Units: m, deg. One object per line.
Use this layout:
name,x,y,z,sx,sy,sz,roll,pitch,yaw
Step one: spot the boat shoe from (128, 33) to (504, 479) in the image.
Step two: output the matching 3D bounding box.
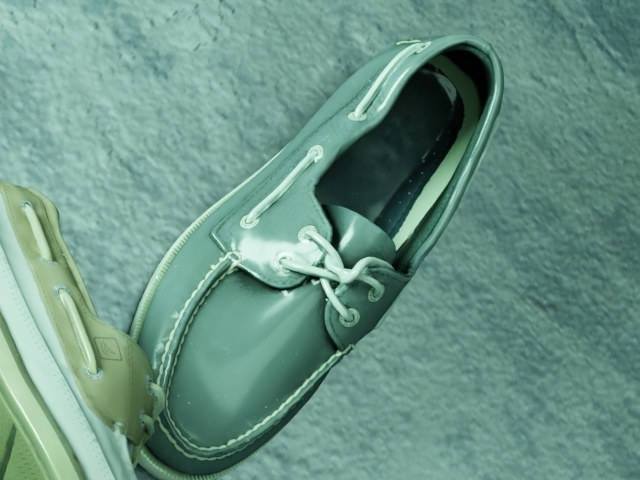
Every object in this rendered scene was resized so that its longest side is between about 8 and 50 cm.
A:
boat shoe,0.000,0.000,1.126,0.116,0.099,0.319,42,65,-9

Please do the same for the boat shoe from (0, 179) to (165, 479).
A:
boat shoe,-0.131,0.087,1.010,0.103,0.113,0.302,-12,64,-37
